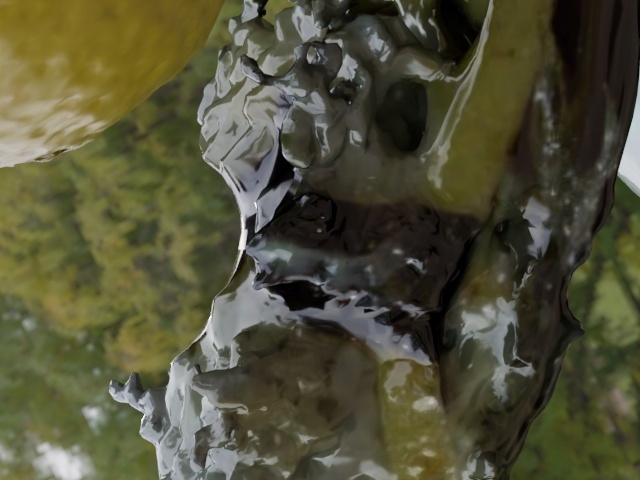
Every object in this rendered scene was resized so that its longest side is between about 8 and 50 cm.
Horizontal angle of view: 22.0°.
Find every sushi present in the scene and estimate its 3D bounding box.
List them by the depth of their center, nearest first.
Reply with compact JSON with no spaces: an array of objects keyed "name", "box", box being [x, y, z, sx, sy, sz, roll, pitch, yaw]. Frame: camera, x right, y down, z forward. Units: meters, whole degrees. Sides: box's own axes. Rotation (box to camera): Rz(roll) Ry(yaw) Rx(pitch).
[{"name":"sushi","box":[0.006,0.001,0.509,0.139,0.131,0.291,36,118,55]}]

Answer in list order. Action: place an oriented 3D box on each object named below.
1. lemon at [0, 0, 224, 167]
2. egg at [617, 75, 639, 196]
[{"name":"lemon","box":[-0.182,-0.186,0.715,0.336,0.336,0.336,63,-176,-8]},{"name":"egg","box":[0.363,-0.118,1.022,0.340,0.354,0.354,43,180,10]}]
